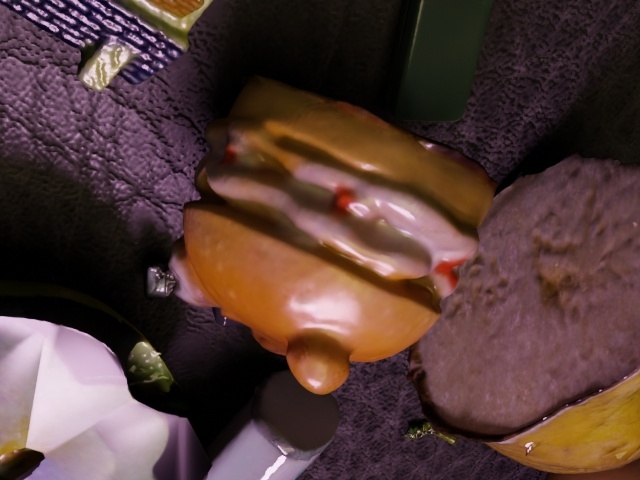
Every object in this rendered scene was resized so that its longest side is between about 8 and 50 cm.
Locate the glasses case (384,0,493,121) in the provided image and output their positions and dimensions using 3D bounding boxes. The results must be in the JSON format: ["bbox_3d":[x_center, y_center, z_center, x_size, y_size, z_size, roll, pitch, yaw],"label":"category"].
[{"bbox_3d":[0.117,-0.205,0.956,0.078,0.039,0.184,0,122,-17],"label":"glasses case"}]

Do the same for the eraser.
[{"bbox_3d":[-0.109,0.283,1.127,0.104,0.189,0.290,41,107,1],"label":"eraser"}]

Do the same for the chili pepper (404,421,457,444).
[{"bbox_3d":[0.143,0.246,1.275,0.083,0.022,0.027,11,117,-28],"label":"chili pepper"}]

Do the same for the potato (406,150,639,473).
[{"bbox_3d":[0.311,0.103,1.077,0.296,0.289,0.397,23,130,-31],"label":"potato"}]

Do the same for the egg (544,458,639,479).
[{"bbox_3d":[0.458,0.369,1.283,0.374,0.301,0.301,5,121,-26],"label":"egg"}]

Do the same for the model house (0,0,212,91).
[{"bbox_3d":[-0.170,-0.228,0.773,0.194,0.170,0.211,29,111,-33],"label":"model house"}]

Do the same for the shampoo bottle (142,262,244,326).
[{"bbox_3d":[-0.031,0.036,1.053,0.310,0.071,0.098,-2,126,-14],"label":"shampoo bottle"}]

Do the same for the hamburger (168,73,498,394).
[{"bbox_3d":[0.000,0.000,0.888,0.276,0.276,0.236,23,90,-29],"label":"hamburger"}]

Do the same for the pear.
[{"bbox_3d":[-0.323,0.182,0.998,0.399,0.165,0.398,-8,124,-12],"label":"pear"}]
